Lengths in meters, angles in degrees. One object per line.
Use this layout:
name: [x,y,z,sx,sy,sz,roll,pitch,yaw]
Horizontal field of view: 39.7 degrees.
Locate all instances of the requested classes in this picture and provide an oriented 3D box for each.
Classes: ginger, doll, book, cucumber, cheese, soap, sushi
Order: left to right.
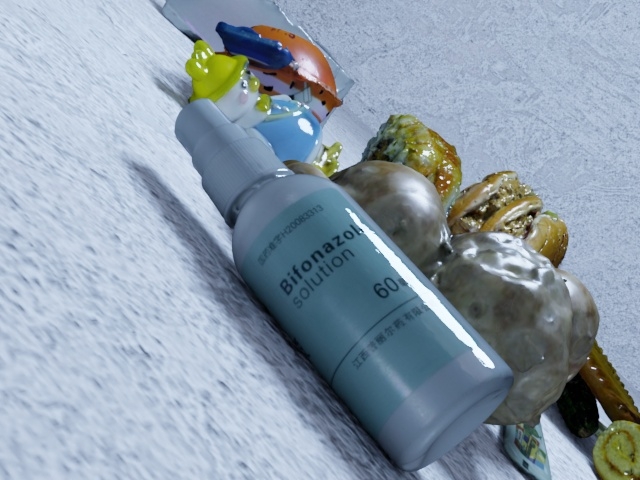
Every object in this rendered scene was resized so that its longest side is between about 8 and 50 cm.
doll: [-0.078,-0.156,1.128,0.241,0.135,0.099,40,-21,-25]
soap: [-0.105,-0.345,1.602,0.257,0.159,0.302,52,15,30]
cheese: [-0.071,-0.245,1.286,0.217,0.129,0.329,19,-2,6]
sushi: [0.139,-0.102,1.491,0.139,0.184,0.274,35,17,-16]
ginger: [0.107,0.039,0.860,0.375,0.176,0.256,33,21,-2]
cucumber: [0.405,0.248,1.406,0.067,0.067,0.293,44,12,4]
book: [0.473,0.318,1.525,0.111,0.014,0.077,40,11,-18]

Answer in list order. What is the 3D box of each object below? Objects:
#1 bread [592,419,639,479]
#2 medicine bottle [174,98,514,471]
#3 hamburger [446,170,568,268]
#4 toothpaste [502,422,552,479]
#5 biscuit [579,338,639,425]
bread: [0.462,0.332,1.196,0.172,0.103,0.132,39,8,-10]
medicine bottle: [-0.005,0.014,0.702,0.352,0.110,0.110,48,12,24]
hamburger: [0.310,0.012,1.550,0.211,0.245,0.260,45,-17,23]
toothpaste: [0.233,0.211,1.022,0.067,0.037,0.255,44,15,1]
biscuit: [0.427,0.191,1.388,0.318,0.040,0.318,52,14,-18]
